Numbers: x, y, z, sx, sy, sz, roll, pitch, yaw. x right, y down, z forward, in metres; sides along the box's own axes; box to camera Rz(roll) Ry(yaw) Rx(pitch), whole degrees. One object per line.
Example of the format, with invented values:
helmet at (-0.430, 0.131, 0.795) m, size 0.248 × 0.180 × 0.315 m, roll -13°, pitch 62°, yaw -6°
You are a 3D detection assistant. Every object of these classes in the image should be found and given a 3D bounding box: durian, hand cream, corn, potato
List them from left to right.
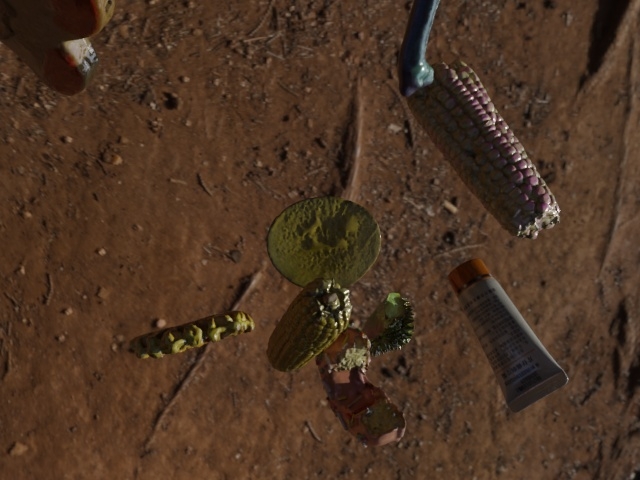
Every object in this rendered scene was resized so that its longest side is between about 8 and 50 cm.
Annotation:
corn at (-0.025, 0.146, 1.112) m, size 0.091 × 0.260 × 0.091 m, roll -26°, pitch 73°, yaw -30°
potato at (0.000, 0.000, 1.309) m, size 0.204 × 0.158 × 0.178 m, roll -22°, pitch 97°, yaw -4°
durian at (0.146, 0.195, 1.470) m, size 0.095 × 0.221 × 0.137 m, roll 38°, pitch 104°, yaw 4°
corn at (0.262, -0.148, 1.129) m, size 0.127 × 0.126 × 0.335 m, roll -22°, pitch 73°, yaw -25°
hand cream at (0.373, 0.182, 1.408) m, size 0.140 × 0.314 × 0.089 m, roll -39°, pitch 148°, yaw 30°

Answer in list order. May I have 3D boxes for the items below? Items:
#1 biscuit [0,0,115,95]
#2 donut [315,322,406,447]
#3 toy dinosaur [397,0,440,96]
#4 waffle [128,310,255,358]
biscuit at (-0.517, -0.392, 1.054) m, size 0.394 × 0.368 × 0.076 m, roll 35°, pitch 59°, yaw -11°
donut at (0.061, 0.269, 1.259) m, size 0.085 × 0.199 × 0.232 m, roll -24°, pitch 84°, yaw -19°
toy dinosaur at (0.049, -0.308, 0.535) m, size 0.384 × 0.129 × 0.330 m, roll 11°, pitch 111°, yaw -48°
waffle at (-0.176, 0.130, 0.958) m, size 0.191 × 0.191 × 0.038 m, roll -14°, pitch 86°, yaw -28°
